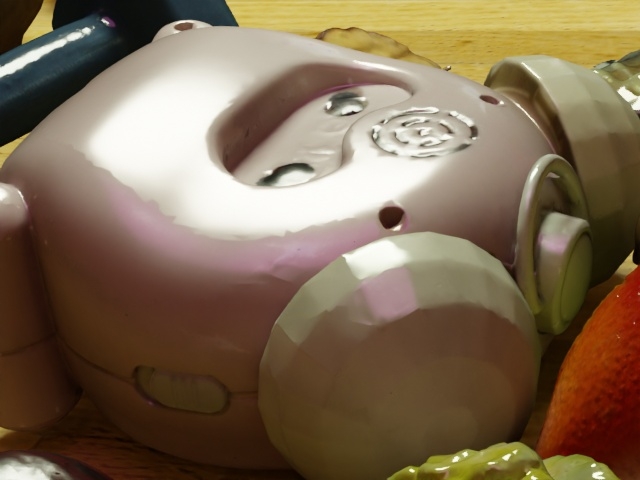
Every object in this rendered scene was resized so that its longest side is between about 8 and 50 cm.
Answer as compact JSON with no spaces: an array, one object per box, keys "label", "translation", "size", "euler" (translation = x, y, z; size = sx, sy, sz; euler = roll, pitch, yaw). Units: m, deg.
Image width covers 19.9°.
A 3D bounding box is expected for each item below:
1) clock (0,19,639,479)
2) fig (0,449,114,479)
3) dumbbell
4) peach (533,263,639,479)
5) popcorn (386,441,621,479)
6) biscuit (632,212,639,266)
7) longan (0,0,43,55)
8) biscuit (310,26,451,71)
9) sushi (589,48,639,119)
[{"label":"clock","translation":[0.000,0.000,1.029],"size":[0.326,0.184,0.342],"euler":[11,39,24]},{"label":"fig","translation":[-0.119,0.168,0.771],"size":[0.202,0.149,0.148],"euler":[14,30,28]},{"label":"dumbbell","translation":[-0.210,-0.108,1.297],"size":[0.144,0.160,0.325],"euler":[43,50,16]},{"label":"peach","translation":[0.220,0.064,0.856],"size":[0.267,0.154,0.159],"euler":[-19,32,-18]},{"label":"popcorn","translation":[0.072,0.148,0.777],"size":[0.145,0.126,0.126],"euler":[-6,46,38]},{"label":"biscuit","translation":[0.366,-0.103,0.933],"size":[0.394,0.368,0.076],"euler":[-16,57,-14]},{"label":"longan","translation":[-0.318,-0.206,1.494],"size":[0.189,0.189,0.189],"euler":[-7,29,4]},{"label":"biscuit","translation":[0.026,-0.091,1.277],"size":[0.118,0.061,0.183],"euler":[31,33,-3]},{"label":"sushi","translation":[0.299,-0.134,1.243],"size":[0.373,0.100,0.296],"euler":[-22,32,-23]}]
